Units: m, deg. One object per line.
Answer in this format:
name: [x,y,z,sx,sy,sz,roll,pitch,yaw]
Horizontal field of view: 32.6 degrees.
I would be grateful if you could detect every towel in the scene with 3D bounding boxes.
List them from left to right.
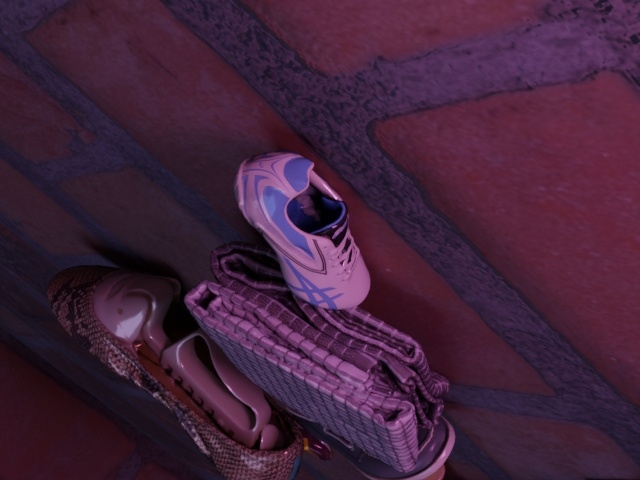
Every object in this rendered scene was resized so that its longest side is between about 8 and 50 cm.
towel: [0.008,0.128,1.246,0.284,0.121,0.235,27,163,21]

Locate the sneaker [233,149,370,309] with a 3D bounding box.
sneaker: [0.000,0.000,1.048,0.086,0.085,0.237,6,152,31]

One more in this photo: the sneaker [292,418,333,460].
sneaker: [-0.069,0.353,1.931,0.185,0.084,0.069,29,159,13]

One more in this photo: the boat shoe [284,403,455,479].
boat shoe: [0.049,0.235,1.453,0.099,0.116,0.319,43,164,-28]

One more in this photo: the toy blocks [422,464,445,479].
toy blocks: [0.141,0.343,1.641,0.123,0.054,0.148,17,154,39]

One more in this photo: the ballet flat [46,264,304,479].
ballet flat: [-0.201,0.162,1.592,0.483,0.164,0.182,42,142,13]
